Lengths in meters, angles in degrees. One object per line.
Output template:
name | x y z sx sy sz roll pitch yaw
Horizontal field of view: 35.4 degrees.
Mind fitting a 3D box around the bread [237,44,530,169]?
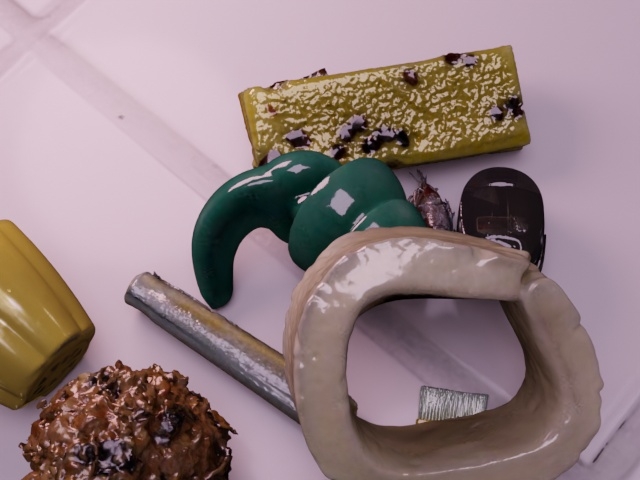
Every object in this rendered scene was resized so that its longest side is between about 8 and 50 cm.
bread | 0.082 -0.158 1.298 0.362 0.077 0.138 -10 91 -3

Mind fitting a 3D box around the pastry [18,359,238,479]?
pastry | -0.223 0.261 1.111 0.193 0.275 0.275 17 65 51

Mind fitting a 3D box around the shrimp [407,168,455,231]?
shrimp | 0.138 -0.026 1.275 0.057 0.065 0.165 7 47 -11

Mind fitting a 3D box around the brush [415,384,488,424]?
brush | 0.147 0.276 1.180 0.083 0.011 0.205 6 69 7

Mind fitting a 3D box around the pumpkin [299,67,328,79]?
pumpkin | -0.012 -0.185 1.361 0.083 0.054 0.074 -31 66 1

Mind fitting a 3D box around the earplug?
earplug | -0.005 0.000 1.218 0.280 0.164 0.257 33 66 30

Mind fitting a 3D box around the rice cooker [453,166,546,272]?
rice cooker | 0.221 -0.007 1.239 0.112 0.106 0.165 4 72 7

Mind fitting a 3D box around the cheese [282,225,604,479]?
cheese | 0.131 0.131 1.083 0.333 0.153 0.292 -2 99 -7

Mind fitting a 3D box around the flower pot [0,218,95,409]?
flower pot | -0.383 0.101 1.215 0.179 0.195 0.195 40 76 7

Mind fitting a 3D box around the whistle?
whistle | -0.102 0.140 1.231 0.326 0.057 0.068 32 32 16
